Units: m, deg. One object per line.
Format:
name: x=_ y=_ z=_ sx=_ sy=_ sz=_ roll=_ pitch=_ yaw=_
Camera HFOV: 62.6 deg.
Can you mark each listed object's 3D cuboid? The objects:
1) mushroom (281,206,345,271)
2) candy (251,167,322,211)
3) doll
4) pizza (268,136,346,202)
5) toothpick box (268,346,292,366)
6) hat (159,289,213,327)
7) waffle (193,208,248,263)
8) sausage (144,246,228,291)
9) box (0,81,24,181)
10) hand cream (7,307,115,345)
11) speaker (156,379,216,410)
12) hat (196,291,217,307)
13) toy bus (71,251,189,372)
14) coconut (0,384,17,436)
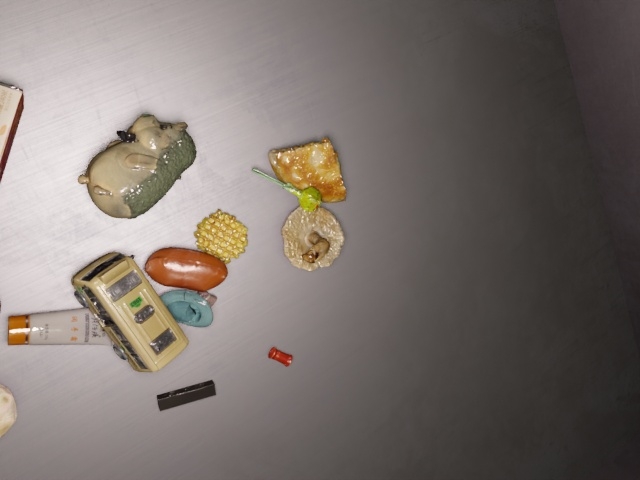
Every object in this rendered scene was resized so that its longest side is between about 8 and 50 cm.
mushroom: x=0.000 y=0.024 z=1.805 sx=0.233 sy=0.301 sz=0.207 roll=-18 pitch=128 yaw=-15
candy: x=-0.113 y=-0.180 z=1.780 sx=0.262 sy=0.073 sz=0.077 roll=26 pitch=52 yaw=-13
doll: x=-0.528 y=-0.224 z=1.553 sx=0.350 sy=0.247 sz=0.247 roll=-41 pitch=112 yaw=-27
pizza: x=-0.022 y=-0.254 z=1.848 sx=0.336 sy=0.086 sz=0.226 roll=26 pitch=99 yaw=-25
toothpick box: x=-0.148 y=0.423 z=1.921 sx=0.083 sy=0.047 sz=0.047 roll=32 pitch=84 yaw=-24
hat: x=-0.437 y=0.215 z=1.732 sx=0.191 sy=0.077 sz=0.138 roll=14 pitch=127 yaw=-1
waffle: x=-0.334 y=-0.007 z=1.777 sx=0.191 sy=0.038 sz=0.190 roll=-4 pitch=101 yaw=-25
sausage: x=-0.428 y=0.089 z=1.693 sx=0.259 sy=0.133 sz=0.133 roll=11 pitch=93 yaw=-17
box: x=-0.994 y=-0.255 z=1.335 sx=0.345 sy=0.122 sz=0.384 roll=15 pitch=73 yaw=-25
hand cream: x=-0.770 y=0.269 z=1.600 sx=0.315 sy=0.089 sz=0.139 roll=-2 pitch=94 yaw=-33
speaker: x=-0.457 y=0.529 z=1.799 sx=0.191 sy=0.040 sz=0.046 roll=-11 pitch=103 yaw=-23
hat: x=-0.392 y=0.197 z=1.786 sx=0.058 sy=0.042 sz=0.087 roll=-49 pitch=148 yaw=-5
toy bus: x=-0.569 y=0.215 z=1.591 sx=0.177 sy=0.202 sz=0.365 roll=-42 pitch=112 yaw=-35
coconut: x=-0.963 y=0.493 z=1.491 sx=0.195 sy=0.194 sz=0.194 roll=-4 pitch=99 yaw=-24
